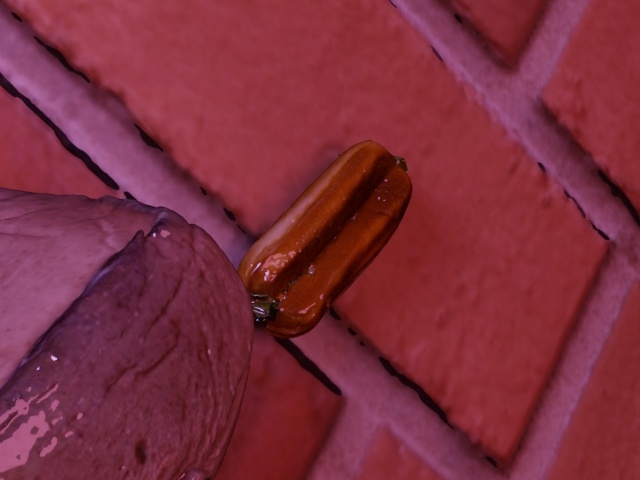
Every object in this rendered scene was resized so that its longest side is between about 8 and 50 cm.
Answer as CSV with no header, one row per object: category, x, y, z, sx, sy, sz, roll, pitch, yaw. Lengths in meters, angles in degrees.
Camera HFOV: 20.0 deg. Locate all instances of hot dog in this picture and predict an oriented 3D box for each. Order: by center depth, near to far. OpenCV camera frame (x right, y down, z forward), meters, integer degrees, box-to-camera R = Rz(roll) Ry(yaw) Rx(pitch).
hot dog,0.000,0.000,1.272,0.188,0.055,0.072,-47,112,-33

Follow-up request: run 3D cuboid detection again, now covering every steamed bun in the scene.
steamed bun,-0.176,0.121,1.004,0.301,0.251,0.199,-48,126,-29
